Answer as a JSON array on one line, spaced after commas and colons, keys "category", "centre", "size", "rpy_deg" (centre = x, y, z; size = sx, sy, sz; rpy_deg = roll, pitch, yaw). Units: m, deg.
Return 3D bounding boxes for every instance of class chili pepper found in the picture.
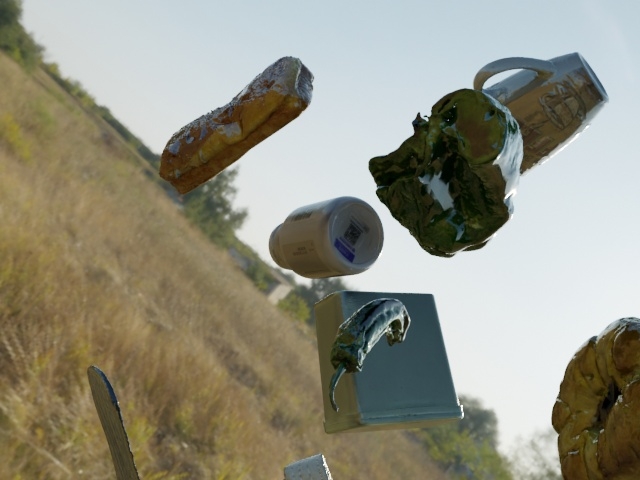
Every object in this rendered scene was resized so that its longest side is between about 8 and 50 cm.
[{"category": "chili pepper", "centre": [0.072, 0.157, 1.142], "size": [0.065, 0.122, 0.279], "rpy_deg": [3, 14, 32]}, {"category": "chili pepper", "centre": [0.201, -0.077, 1.047], "size": [0.167, 0.213, 0.385], "rpy_deg": [57, 2, 18]}]

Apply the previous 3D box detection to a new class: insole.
[{"category": "insole", "centre": [-0.253, 0.326, 0.953], "size": [0.119, 0.009, 0.348], "rpy_deg": [9, -64, 51]}]

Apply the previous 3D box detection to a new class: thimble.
[{"category": "thimble", "centre": [-0.019, 0.496, 1.437], "size": [0.102, 0.090, 0.115], "rpy_deg": [73, -3, -65]}]

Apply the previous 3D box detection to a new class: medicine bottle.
[{"category": "medicine bottle", "centre": [0.000, 0.000, 1.265], "size": [0.135, 0.135, 0.215], "rpy_deg": [44, -27, -22]}]

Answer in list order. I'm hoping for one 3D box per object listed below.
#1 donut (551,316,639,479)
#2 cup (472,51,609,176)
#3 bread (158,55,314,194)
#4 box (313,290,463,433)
[{"category": "donut", "centre": [0.408, 0.219, 0.932], "size": [0.128, 0.208, 0.261], "rpy_deg": [11, -35, -8]}, {"category": "cup", "centre": [0.487, -0.327, 1.632], "size": [0.301, 0.257, 0.227], "rpy_deg": [32, 34, -35]}, {"category": "bread", "centre": [-0.130, -0.172, 1.086], "size": [0.077, 0.271, 0.139], "rpy_deg": [47, 30, -27]}, {"category": "box", "centre": [0.167, 0.318, 1.874], "size": [0.352, 0.343, 0.177], "rpy_deg": [4, -25, -30]}]
